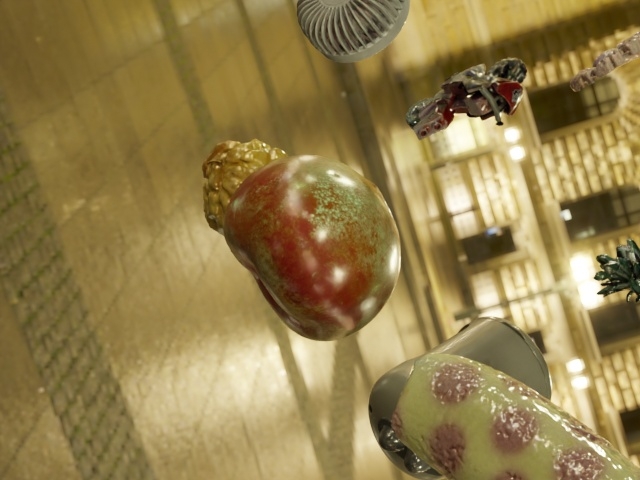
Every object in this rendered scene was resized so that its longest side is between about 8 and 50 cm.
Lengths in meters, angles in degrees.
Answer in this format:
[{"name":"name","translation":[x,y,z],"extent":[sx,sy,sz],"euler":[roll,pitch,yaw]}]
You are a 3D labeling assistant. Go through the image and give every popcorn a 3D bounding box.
[{"name":"popcorn","translation":[-0.098,-0.069,2.025],"extent":[0.250,0.190,0.250],"euler":[33,-4,3]}]

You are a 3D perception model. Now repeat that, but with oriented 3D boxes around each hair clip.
[{"name":"hair clip","translation":[0.640,-0.379,2.328],"extent":[0.173,0.301,0.069],"euler":[148,-77,-86]}]

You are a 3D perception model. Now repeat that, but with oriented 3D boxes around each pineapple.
[{"name":"pineapple","translation":[0.447,0.087,1.499],"extent":[0.221,0.103,0.083],"euler":[46,-39,35]}]

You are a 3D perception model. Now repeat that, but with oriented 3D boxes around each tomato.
[{"name":"tomato","translation":[0.000,0.000,1.663],"extent":[0.270,0.223,0.270],"euler":[48,-11,12]}]

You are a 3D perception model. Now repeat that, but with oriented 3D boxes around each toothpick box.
[{"name":"toothpick box","translation":[0.227,0.285,1.984],"extent":[0.229,0.316,0.229],"euler":[31,-46,39]}]

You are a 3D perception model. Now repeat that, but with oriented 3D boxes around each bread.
[{"name":"bread","translation":[0.259,0.272,1.438],"extent":[0.338,0.155,0.187],"euler":[32,5,42]}]

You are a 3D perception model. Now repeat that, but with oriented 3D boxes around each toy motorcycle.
[{"name":"toy motorcycle","translation":[0.242,-0.221,1.900],"extent":[0.082,0.213,0.122],"euler":[58,13,-30]}]

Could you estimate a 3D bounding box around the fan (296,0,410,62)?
[{"name":"fan","translation":[0.031,-0.323,1.396],"extent":[0.074,0.130,0.244],"euler":[41,35,-52]}]
